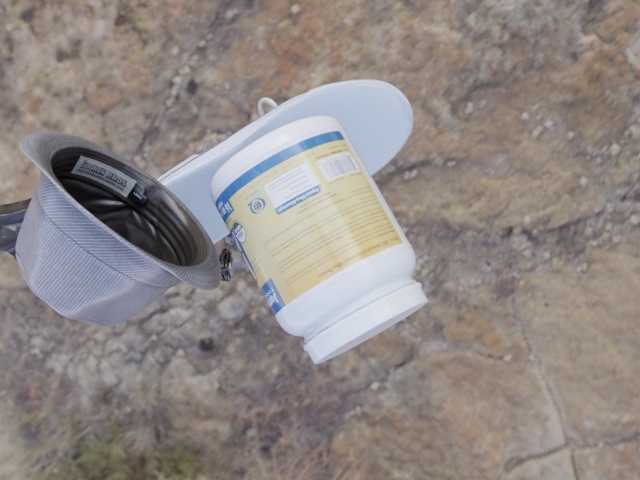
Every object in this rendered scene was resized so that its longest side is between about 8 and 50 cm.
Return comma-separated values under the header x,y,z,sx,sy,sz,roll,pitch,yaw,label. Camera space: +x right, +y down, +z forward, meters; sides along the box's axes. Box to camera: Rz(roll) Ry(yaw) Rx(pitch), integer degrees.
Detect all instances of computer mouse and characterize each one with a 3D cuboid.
x,y,z,sx,sy,sz,roll,pitch,yaw,label
-0.143,-0.007,1.724,0.041,0.242,0.071,-2,123,-2,computer mouse

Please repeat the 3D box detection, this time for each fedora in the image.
x,y,z,sx,sy,sz,roll,pitch,yaw,label
-0.226,0.003,1.077,0.243,0.275,0.124,37,101,-12,fedora

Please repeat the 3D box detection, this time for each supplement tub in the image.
x,y,z,sx,sy,sz,roll,pitch,yaw,label
0.000,0.000,0.993,0.144,0.144,0.200,-36,78,37,supplement tub

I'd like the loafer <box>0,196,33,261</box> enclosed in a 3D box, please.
x,y,z,sx,sy,sz,roll,pitch,yaw,label
-0.363,-0.012,1.335,0.220,0.080,0.078,-9,106,4,loafer

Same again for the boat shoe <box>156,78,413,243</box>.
x,y,z,sx,sy,sz,roll,pitch,yaw,label
-0.064,-0.101,1.345,0.367,0.156,0.136,-30,110,-3,boat shoe
